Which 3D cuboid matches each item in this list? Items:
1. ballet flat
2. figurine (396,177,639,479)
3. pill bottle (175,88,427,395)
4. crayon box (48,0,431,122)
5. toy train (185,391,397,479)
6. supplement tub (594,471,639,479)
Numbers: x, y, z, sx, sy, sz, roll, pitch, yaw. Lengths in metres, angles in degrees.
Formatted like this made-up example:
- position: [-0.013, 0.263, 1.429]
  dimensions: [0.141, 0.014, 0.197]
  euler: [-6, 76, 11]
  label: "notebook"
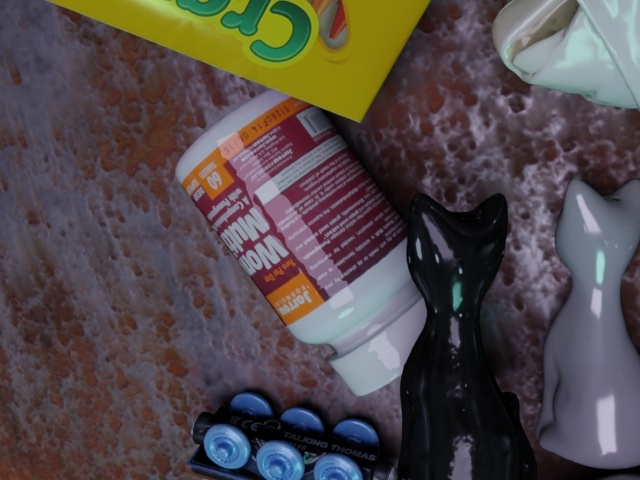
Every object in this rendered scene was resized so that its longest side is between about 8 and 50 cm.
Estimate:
- position: [0.128, -0.177, 0.508]
  dimensions: [0.139, 0.139, 0.400]
  euler: [-34, 122, 23]
  label: "ballet flat"
- position: [0.149, 0.061, 0.604]
  dimensions: [0.092, 0.215, 0.209]
  euler: [14, 110, 59]
  label: "figurine"
- position: [0.000, 0.000, 0.659]
  dimensions: [0.121, 0.121, 0.221]
  euler: [-36, 90, 23]
  label: "pill bottle"
- position: [-0.058, -0.274, 0.504]
  dimensions: [0.363, 0.106, 0.313]
  euler: [16, 114, -31]
  label: "crayon box"
- position: [-0.026, 0.201, 0.745]
  dimensions: [0.184, 0.080, 0.105]
  euler: [11, 113, 15]
  label: "toy train"
- position: [0.152, 0.345, 0.634]
  dimensions: [0.331, 0.241, 0.241]
  euler: [-38, 90, 22]
  label: "supplement tub"
